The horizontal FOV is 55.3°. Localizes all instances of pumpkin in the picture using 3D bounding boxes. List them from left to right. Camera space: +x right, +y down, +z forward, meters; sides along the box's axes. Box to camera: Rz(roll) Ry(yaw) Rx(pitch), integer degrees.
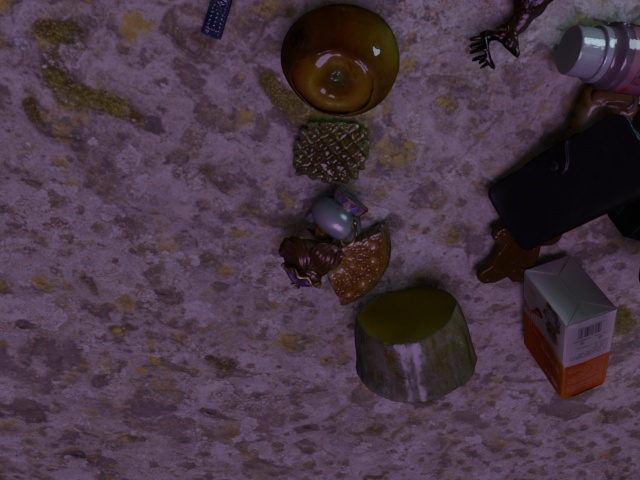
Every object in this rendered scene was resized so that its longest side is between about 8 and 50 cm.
[{"bbox_3d":[0.253,0.256,1.653,0.332,0.332,0.199,-6,115,1],"label":"pumpkin"}]

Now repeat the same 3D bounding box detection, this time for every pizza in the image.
[{"bbox_3d":[0.081,0.056,1.630,0.197,0.058,0.292,14,124,-13],"label":"pizza"}]

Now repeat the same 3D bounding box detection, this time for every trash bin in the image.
[{"bbox_3d":[0.890,-0.070,1.557,0.225,0.115,0.165,15,125,-19],"label":"trash bin"}]

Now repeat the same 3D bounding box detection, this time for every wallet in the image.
[{"bbox_3d":[0.576,-0.128,1.403,0.377,0.051,0.197,-33,86,44],"label":"wallet"}]

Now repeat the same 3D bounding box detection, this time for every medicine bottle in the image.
[{"bbox_3d":[0.630,-0.379,1.275,0.247,0.147,0.147,6,127,-8],"label":"medicine bottle"}]

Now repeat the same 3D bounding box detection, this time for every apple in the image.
[{"bbox_3d":[0.041,-0.355,1.212,0.236,0.207,0.237,0,127,-1],"label":"apple"}]

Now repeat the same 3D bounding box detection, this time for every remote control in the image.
[{"bbox_3d":[-0.197,-0.476,1.217,0.043,0.027,0.152,13,128,-21],"label":"remote control"}]

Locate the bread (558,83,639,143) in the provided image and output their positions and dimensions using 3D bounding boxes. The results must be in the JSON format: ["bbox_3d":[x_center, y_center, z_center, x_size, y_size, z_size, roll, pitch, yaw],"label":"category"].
[{"bbox_3d":[0.631,-0.253,1.412,0.134,0.081,0.225,10,128,-5],"label":"bread"}]

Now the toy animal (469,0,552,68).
[{"bbox_3d":[0.408,-0.492,1.227,0.260,0.087,0.244,-15,114,10],"label":"toy animal"}]

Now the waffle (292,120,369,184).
[{"bbox_3d":[0.025,-0.205,1.436,0.183,0.036,0.169,4,129,-6],"label":"waffle"}]

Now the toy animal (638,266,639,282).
[{"bbox_3d":[0.877,0.041,1.432,0.250,0.251,0.310,-12,120,5],"label":"toy animal"}]

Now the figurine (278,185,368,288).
[{"bbox_3d":[0.000,0.000,1.498,0.142,0.189,0.263,29,103,-37],"label":"figurine"}]

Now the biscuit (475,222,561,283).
[{"bbox_3d":[0.537,-0.006,1.618,0.196,0.049,0.302,0,129,-15],"label":"biscuit"}]

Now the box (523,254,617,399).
[{"bbox_3d":[0.677,0.245,1.690,0.143,0.225,0.341,-18,131,-3],"label":"box"}]

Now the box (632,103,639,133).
[{"bbox_3d":[0.856,-0.195,1.398,0.310,0.198,0.084,14,127,-15],"label":"box"}]
